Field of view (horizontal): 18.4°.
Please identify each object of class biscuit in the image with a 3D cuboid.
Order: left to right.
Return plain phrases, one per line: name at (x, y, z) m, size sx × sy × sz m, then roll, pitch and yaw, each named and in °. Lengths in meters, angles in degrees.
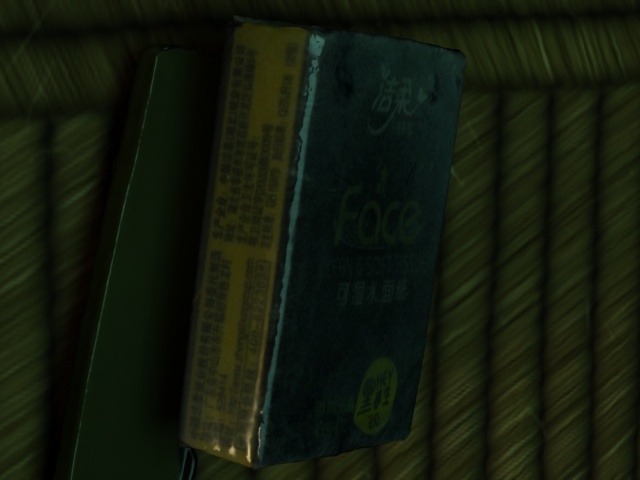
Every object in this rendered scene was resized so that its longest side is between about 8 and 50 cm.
biscuit at (-0.101, 0.045, 1.190) m, size 0.099 × 0.038 × 0.322 m, roll 10°, pitch 92°, yaw -42°

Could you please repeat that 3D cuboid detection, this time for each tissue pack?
tissue pack at (0.000, 0.000, 1.206) m, size 0.185 × 0.081 × 0.257 m, roll -1°, pitch 100°, yaw -59°
